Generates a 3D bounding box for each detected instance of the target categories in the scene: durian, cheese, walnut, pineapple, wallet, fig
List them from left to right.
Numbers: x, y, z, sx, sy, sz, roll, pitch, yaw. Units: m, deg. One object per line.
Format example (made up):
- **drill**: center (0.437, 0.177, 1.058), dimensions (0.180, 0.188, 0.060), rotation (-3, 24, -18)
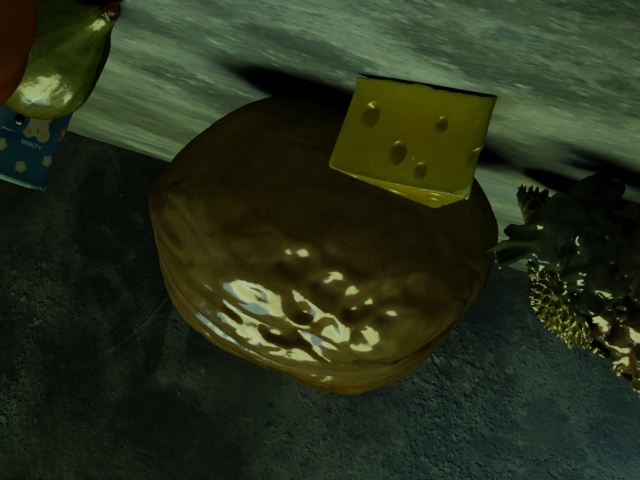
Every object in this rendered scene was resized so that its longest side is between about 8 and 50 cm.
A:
- **wallet**: center (-0.482, -0.193, 2.232), dimensions (0.141, 0.202, 0.059), rotation (22, 179, -36)
- **fig**: center (-0.267, -0.209, 1.358), dimensions (0.126, 0.133, 0.185), rotation (34, 140, 2)
- **walnut**: center (0.000, 0.000, 1.539), dimensions (0.397, 0.308, 0.354), rotation (19, 145, -12)
- **cheese**: center (0.105, -0.083, 1.205), dimensions (0.126, 0.093, 0.171), rotation (20, 177, -24)
- **durian**: center (0.296, 0.019, 1.522), dimensions (0.137, 0.193, 0.237), rotation (-17, 162, 22)
- **pineapple**: center (0.317, 0.040, 1.344), dimensions (0.357, 0.223, 0.223), rotation (28, 175, -21)

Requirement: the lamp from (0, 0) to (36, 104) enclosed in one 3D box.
- **lamp**: center (-0.345, -0.185, 1.111), dimensions (0.223, 0.197, 0.223), rotation (7, 141, 5)
